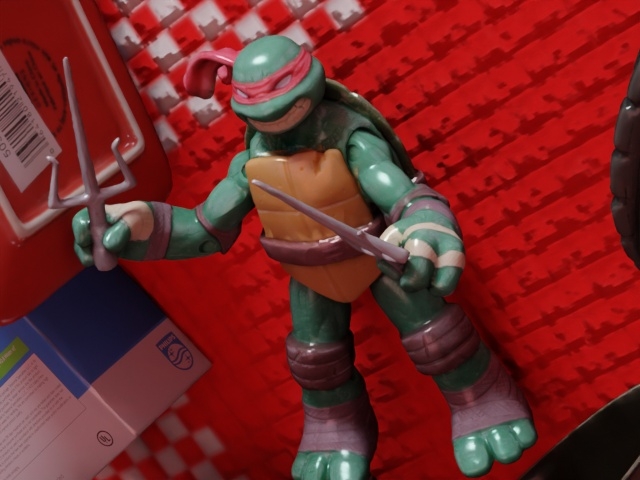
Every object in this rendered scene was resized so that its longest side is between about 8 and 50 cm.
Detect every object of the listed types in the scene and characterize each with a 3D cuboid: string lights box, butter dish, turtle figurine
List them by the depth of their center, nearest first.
[{"bbox_3d":[0.000,0.000,0.745,0.175,0.118,0.234,0,129,39],"label":"turtle figurine"},{"bbox_3d":[-0.166,-0.052,0.783,0.118,0.160,0.160,-15,107,33],"label":"butter dish"},{"bbox_3d":[-0.194,0.017,0.893,0.259,0.077,0.133,47,128,0],"label":"string lights box"}]

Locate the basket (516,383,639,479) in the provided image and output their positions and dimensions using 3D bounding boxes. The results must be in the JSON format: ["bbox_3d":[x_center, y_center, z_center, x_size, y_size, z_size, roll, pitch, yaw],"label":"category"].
[{"bbox_3d":[0.161,0.200,0.742,0.227,0.154,0.204,43,124,-1],"label":"basket"}]

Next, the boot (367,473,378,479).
[{"bbox_3d":[-0.025,0.209,0.890,0.179,0.085,0.236,-15,129,17],"label":"boot"}]

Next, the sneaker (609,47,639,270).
[{"bbox_3d":[0.185,-0.088,0.599,0.130,0.109,0.286,24,127,10],"label":"sneaker"}]
